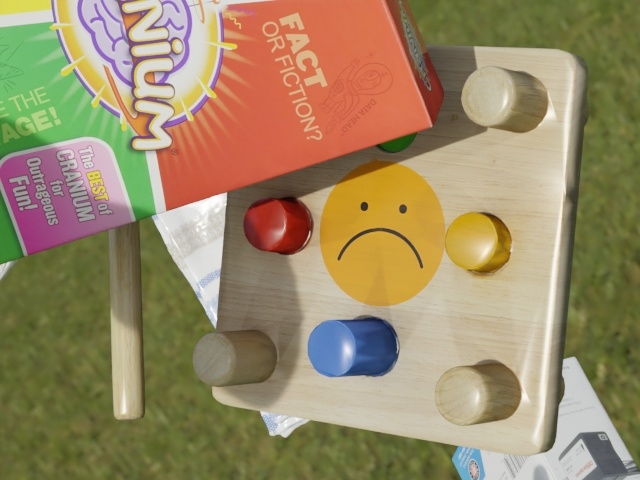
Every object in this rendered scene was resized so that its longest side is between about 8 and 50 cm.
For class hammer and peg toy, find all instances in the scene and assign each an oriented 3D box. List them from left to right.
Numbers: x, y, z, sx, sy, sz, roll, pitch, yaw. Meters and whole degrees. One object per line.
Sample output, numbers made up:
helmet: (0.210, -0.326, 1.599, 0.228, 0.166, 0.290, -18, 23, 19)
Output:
hammer and peg toy: (0.000, 0.000, 1.104, 0.361, 0.266, 0.127, 5, 1, 32)

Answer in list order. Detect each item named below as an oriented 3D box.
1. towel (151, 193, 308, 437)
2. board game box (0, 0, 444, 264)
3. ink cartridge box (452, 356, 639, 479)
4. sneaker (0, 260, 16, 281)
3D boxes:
towel: (-0.022, 0.001, 1.419, 0.209, 0.285, 0.034, -31, -6, 8)
board game box: (-0.116, -0.137, 0.982, 0.317, 0.242, 0.064, -17, 20, 17)
ink cartridge box: (0.315, 0.343, 2.134, 0.129, 0.223, 0.307, -11, 56, -24)
sneaker: (-0.348, 0.013, 1.463, 0.240, 0.091, 0.126, -21, 19, 27)
